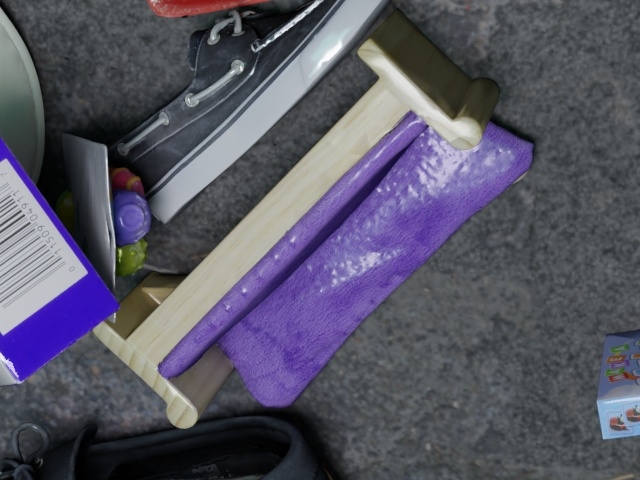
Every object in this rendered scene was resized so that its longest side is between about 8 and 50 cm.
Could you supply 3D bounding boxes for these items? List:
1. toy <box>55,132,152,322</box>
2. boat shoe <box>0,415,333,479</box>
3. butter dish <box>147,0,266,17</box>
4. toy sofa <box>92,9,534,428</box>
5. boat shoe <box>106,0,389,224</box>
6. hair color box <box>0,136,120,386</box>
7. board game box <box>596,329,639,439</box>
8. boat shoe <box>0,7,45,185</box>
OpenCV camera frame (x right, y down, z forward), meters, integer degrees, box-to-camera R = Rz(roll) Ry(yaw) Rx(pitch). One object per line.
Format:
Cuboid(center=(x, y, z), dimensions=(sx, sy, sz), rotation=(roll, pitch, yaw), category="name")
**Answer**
Cuboid(center=(-0.173, -0.018, 1.421), dimensions=(0.056, 0.237, 0.136), rotation=(-5, 97, -19), category="toy")
Cuboid(center=(-0.223, 0.246, 1.516), dimensions=(0.500, 0.186, 0.156), rotation=(-8, 126, 8), category="boat shoe")
Cuboid(center=(-0.093, -0.258, 1.378), dimensions=(0.160, 0.118, 0.160), rotation=(-9, 105, 15), category="butter dish")
Cuboid(center=(0.000, 0.000, 1.422), dimensions=(0.177, 0.150, 0.362), rotation=(44, 110, -2), category="toy sofa")
Cuboid(center=(-0.063, -0.141, 1.419), dimensions=(0.102, 0.108, 0.301), rotation=(47, 119, -3), category="boat shoe")
Cuboid(center=(-0.299, 0.023, 1.404), dimensions=(0.110, 0.339, 0.185), rotation=(-37, 98, -21), category="hair color box")
Cuboid(center=(0.332, 0.102, 1.379), dimensions=(0.212, 0.160, 0.039), rotation=(-10, 104, 14), category="board game box")
Cuboid(center=(-0.335, -0.173, 1.485), dimensions=(0.099, 0.116, 0.319), rotation=(7, 124, 55), category="boat shoe")
